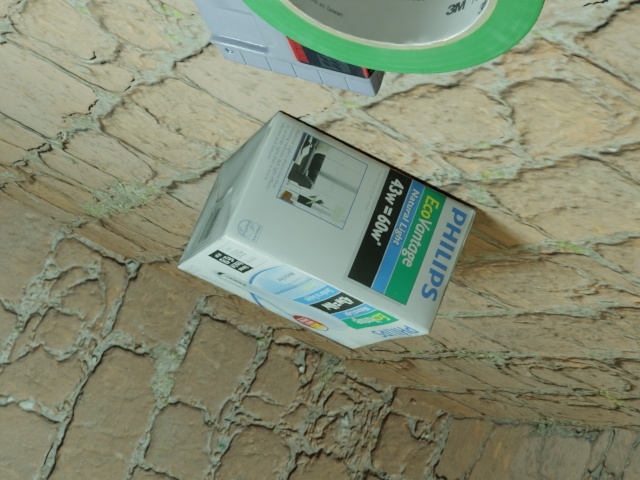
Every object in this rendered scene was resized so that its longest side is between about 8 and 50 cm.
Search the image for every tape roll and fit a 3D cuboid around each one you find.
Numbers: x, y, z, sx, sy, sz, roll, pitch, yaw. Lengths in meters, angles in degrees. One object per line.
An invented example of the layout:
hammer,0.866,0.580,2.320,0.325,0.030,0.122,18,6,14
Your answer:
tape roll,0.056,-0.280,1.107,0.321,0.077,0.321,14,156,7

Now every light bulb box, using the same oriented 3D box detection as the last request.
light bulb box,0.000,0.000,1.968,0.361,0.225,0.358,26,164,-12

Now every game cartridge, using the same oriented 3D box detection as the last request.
game cartridge,-0.054,-0.285,1.385,0.230,0.068,0.355,21,165,19
